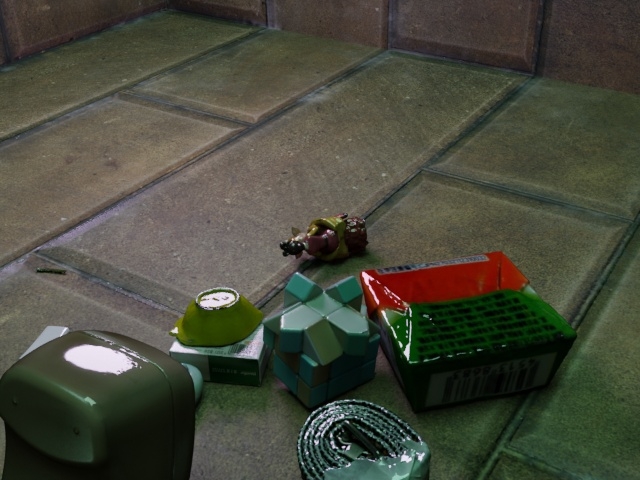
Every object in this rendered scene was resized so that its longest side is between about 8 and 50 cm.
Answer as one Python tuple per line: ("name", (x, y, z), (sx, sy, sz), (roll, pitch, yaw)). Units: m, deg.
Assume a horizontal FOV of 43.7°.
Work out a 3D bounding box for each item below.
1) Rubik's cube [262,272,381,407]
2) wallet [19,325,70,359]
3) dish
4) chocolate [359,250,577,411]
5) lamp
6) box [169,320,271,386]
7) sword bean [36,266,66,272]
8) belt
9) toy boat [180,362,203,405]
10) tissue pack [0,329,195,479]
("Rubik's cube", (0.016, 0.190, 1.644), (0.265, 0.213, 0.224), (-19, 39, -35))
("wallet", (-0.615, 0.235, 1.778), (0.061, 0.025, 0.122), (8, 33, 11))
("dish", (-0.224, 0.152, 1.707), (0.207, 0.080, 0.149), (-10, 31, -18))
("chocolate", (0.297, 0.186, 1.705), (0.360, 0.162, 0.341), (-8, 32, -12))
("lamp", (0.000, 0.000, 2.067), (0.253, 0.118, 0.118), (-14, 34, -21))
("box", (-0.211, 0.234, 1.719), (0.199, 0.081, 0.135), (6, 31, 8))
("sword bean", (-0.693, 0.077, 2.055), (0.083, 0.012, 0.012), (3, 32, 9))
("belt", (0.071, 0.399, 1.374), (0.207, 0.150, 0.257), (-27, 38, -23))
("toy boat", (-0.331, 0.310, 1.600), (0.207, 0.079, 0.134), (-24, 35, -29))
("tissue pack", (-0.343, 0.341, 1.257), (0.267, 0.387, 0.277), (17, 18, 27))
